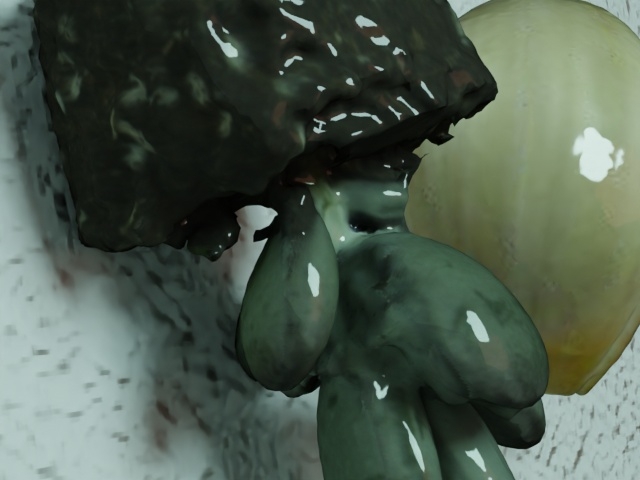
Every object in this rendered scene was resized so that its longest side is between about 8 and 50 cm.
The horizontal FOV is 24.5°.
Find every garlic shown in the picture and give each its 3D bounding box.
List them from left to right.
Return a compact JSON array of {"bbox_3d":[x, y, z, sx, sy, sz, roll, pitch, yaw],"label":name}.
[{"bbox_3d":[0.112,-0.042,0.779,0.164,0.145,0.245,84,11,-57],"label":"garlic"}]

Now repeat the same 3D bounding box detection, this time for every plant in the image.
[{"bbox_3d":[-0.002,0.000,0.557,0.146,0.149,0.274,-34,103,-40],"label":"plant"}]
